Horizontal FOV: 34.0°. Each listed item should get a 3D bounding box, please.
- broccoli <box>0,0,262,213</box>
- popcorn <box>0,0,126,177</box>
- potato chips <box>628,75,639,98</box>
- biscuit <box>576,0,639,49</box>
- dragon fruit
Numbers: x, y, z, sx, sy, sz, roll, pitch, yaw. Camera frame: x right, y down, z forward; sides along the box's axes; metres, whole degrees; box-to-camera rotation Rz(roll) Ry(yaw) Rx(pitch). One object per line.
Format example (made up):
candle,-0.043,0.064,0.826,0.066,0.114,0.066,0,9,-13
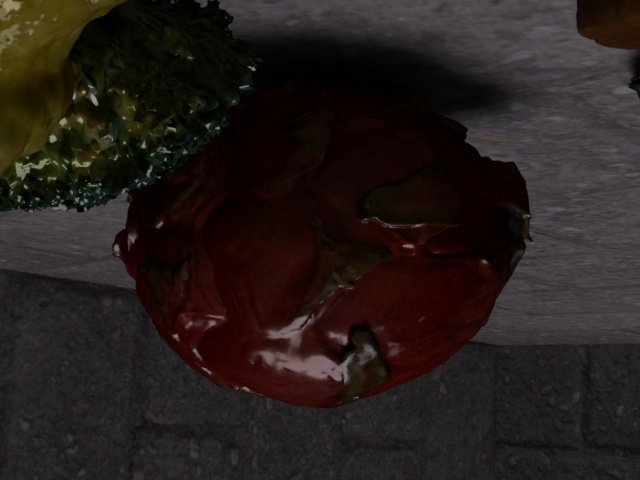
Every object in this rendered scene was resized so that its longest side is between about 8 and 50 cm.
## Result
broccoli,-0.159,-0.118,0.636,0.194,0.219,0.194,43,166,13
popcorn,-0.182,-0.118,0.462,0.226,0.203,0.200,-2,175,2
potato chips,0.287,-0.089,0.769,0.142,0.026,0.209,27,-176,-13
biscuit,0.249,-0.134,0.545,0.186,0.044,0.295,1,-177,-7
dragon fruit,0.000,0.000,0.858,0.342,0.277,0.277,16,171,3
